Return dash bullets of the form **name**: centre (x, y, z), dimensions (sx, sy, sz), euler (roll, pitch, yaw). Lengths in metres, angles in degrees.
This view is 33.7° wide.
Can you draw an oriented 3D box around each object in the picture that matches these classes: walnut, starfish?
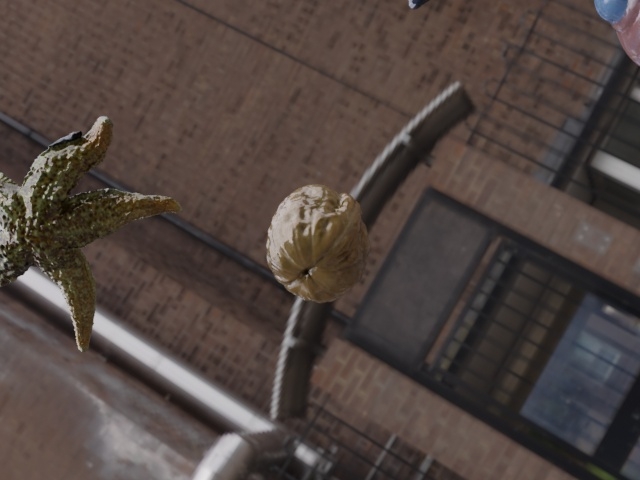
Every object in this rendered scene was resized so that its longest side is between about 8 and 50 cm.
- **walnut**: centre (0.000, 0.000, 1.530), dimensions (0.184, 0.155, 0.155), euler (-75, 0, -55)
- **starfish**: centre (-0.208, 0.003, 0.817), dimensions (0.176, 0.208, 0.053), euler (68, -159, -11)

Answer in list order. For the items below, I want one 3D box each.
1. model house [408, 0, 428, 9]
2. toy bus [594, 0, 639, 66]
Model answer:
- **model house**: centre (0.139, -0.411, 1.011), dimensions (0.303, 0.237, 0.216), euler (53, -129, -41)
- **toy bus**: centre (0.361, -0.265, 0.949), dimensions (0.197, 0.231, 0.294), euler (99, 175, -75)
